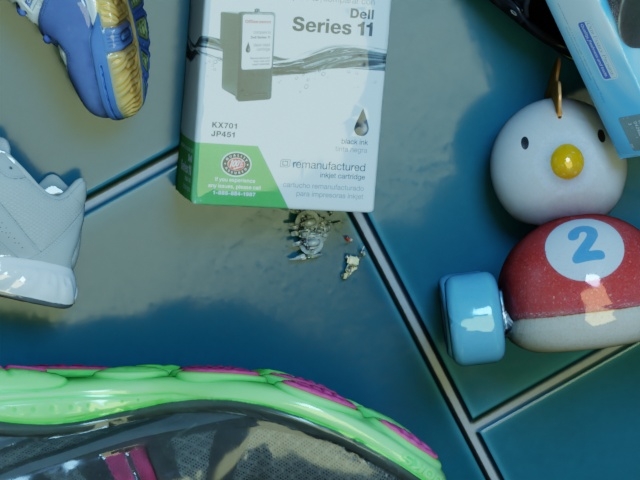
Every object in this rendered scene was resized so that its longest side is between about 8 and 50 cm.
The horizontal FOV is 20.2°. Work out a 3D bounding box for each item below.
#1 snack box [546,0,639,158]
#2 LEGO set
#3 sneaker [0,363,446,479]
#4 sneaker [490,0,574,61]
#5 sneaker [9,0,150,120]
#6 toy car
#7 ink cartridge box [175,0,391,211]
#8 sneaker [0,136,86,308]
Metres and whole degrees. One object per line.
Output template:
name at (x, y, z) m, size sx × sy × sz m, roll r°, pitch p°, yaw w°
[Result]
snack box at (0.314, -0.223, 1.425) m, size 0.322 × 0.060 × 0.187 m, roll -37°, pitch 107°, yaw -31°
LEGO set at (0.002, -0.002, 1.487) m, size 0.083 × 0.023 × 0.054 m, roll 20°, pitch 96°, yaw -14°
sneaker at (-0.144, 0.198, 1.409) m, size 0.483 × 0.185 × 0.202 m, roll 1°, pitch 88°, yaw -1°
sneaker at (0.161, -0.222, 1.431) m, size 0.235 × 0.097 × 0.084 m, roll 35°, pitch 102°, yaw -11°
sneaker at (-0.224, -0.226, 1.373) m, size 0.131 × 0.112 × 0.296 m, roll -17°, pitch 99°, yaw 7°
toy car at (0.198, -0.032, 1.443) m, size 0.219 × 0.210 × 0.238 m, roll -8°, pitch 89°, yaw 2°
ink cartridge box at (-0.029, -0.133, 1.424) m, size 0.153 × 0.087 × 0.208 m, roll 2°, pitch 99°, yaw -12°
sneaker at (-0.293, -0.031, 1.369) m, size 0.262 × 0.099 × 0.121 m, roll 18°, pitch 83°, yaw -41°
